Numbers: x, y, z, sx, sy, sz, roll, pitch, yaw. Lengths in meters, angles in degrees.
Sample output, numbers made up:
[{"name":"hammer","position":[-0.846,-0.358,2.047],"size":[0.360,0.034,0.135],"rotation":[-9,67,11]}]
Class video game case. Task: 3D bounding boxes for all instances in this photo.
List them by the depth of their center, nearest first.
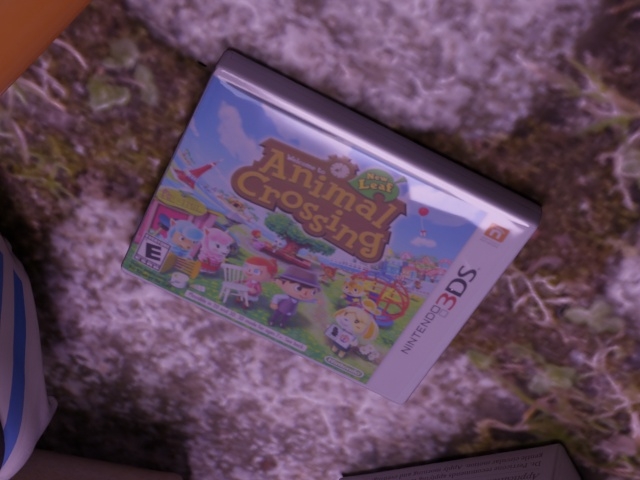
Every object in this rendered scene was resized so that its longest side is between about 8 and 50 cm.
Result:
[{"name":"video game case","position":[0.000,0.000,0.955],"size":[0.212,0.023,0.193],"rotation":[26,133,-5]}]

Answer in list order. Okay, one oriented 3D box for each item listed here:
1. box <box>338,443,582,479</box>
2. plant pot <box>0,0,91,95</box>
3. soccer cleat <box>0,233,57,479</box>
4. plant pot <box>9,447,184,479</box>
[{"name":"box","position":[0.115,0.255,1.075],"size":[0.181,0.119,0.182],"rotation":[-13,124,28]},{"name":"plant pot","position":[-0.217,-0.138,0.784],"size":[0.188,0.205,0.205],"rotation":[-33,118,5]},{"name":"soccer cleat","position":[-0.263,0.003,0.994],"size":[0.116,0.143,0.331],"rotation":[-11,102,20]},{"name":"plant pot","position":[-0.254,0.273,1.107],"size":[0.306,0.333,0.333],"rotation":[3,132,0]}]
